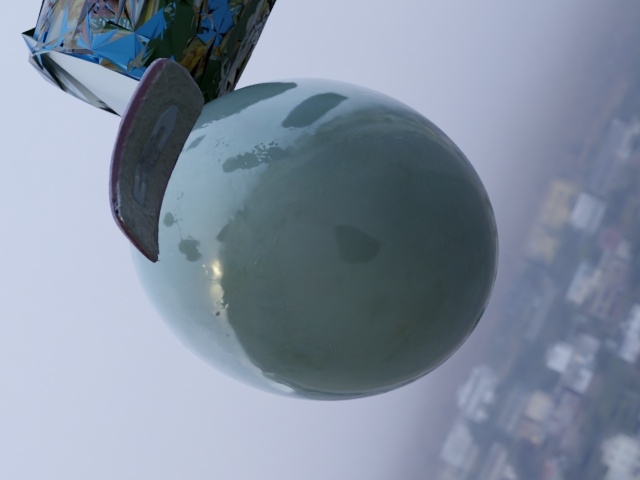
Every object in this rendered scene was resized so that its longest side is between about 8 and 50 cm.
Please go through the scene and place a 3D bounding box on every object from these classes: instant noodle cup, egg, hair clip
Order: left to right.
[{"bbox_3d":[-0.102,-0.050,1.067,0.054,0.022,0.137,47,-137,-40],"label":"hair clip"},{"bbox_3d":[-0.152,-0.214,1.604,0.240,0.240,0.178,54,-126,-72],"label":"instant noodle cup"},{"bbox_3d":[0.000,0.000,1.504,0.389,0.276,0.276,9,-74,-54],"label":"egg"}]
